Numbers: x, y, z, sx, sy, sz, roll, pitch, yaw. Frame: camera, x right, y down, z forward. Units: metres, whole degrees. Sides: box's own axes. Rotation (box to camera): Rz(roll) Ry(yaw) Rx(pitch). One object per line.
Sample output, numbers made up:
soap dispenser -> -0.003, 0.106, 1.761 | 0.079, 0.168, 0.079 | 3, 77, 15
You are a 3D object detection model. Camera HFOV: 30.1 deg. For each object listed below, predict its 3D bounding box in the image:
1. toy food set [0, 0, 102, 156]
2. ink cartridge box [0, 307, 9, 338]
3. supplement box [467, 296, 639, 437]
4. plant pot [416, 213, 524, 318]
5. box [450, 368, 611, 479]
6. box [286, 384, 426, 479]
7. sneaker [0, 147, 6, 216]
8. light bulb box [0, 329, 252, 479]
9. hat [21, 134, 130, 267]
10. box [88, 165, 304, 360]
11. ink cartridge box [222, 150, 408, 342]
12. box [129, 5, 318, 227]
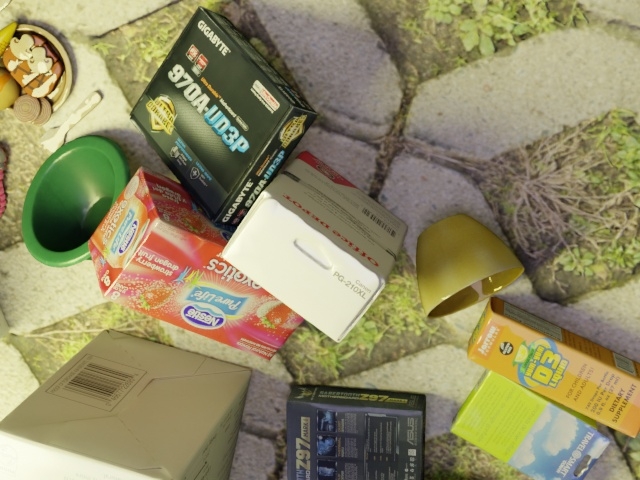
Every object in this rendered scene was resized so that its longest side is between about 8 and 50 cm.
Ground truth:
toy food set -> -0.385, -0.213, 1.540 | 0.132, 0.038, 0.192 | -42, 95, 18
ink cartridge box -> -0.537, 0.088, 1.530 | 0.114, 0.273, 0.197 | -16, 102, 14
supplement box -> 0.304, 0.158, 1.502 | 0.233, 0.080, 0.078 | 25, 106, 5
plant pot -> 0.170, 0.025, 1.472 | 0.134, 0.134, 0.095 | -31, 73, 17
box -> 0.273, 0.245, 1.550 | 0.178, 0.042, 0.109 | 30, 109, 1
box -> 0.047, 0.315, 1.602 | 0.183, 0.059, 0.233 | 2, 107, 9
sneaker -> -0.454, -0.074, 1.596 | 0.057, 0.047, 0.119 | 17, 107, 25
light bulb box -> -0.263, 0.357, 1.514 | 0.225, 0.358, 0.361 | 15, 107, 8
hat -> -0.275, -0.010, 1.587 | 0.173, 0.183, 0.209 | -2, 69, 30
box -> -0.138, 0.033, 1.462 | 0.257, 0.123, 0.128 | 25, 113, -34
ink cartridge box -> 0.000, 0.000, 1.426 | 0.172, 0.237, 0.100 | 36, 109, -1
box -> -0.123, -0.150, 1.445 | 0.175, 0.051, 0.220 | -53, 55, 19
